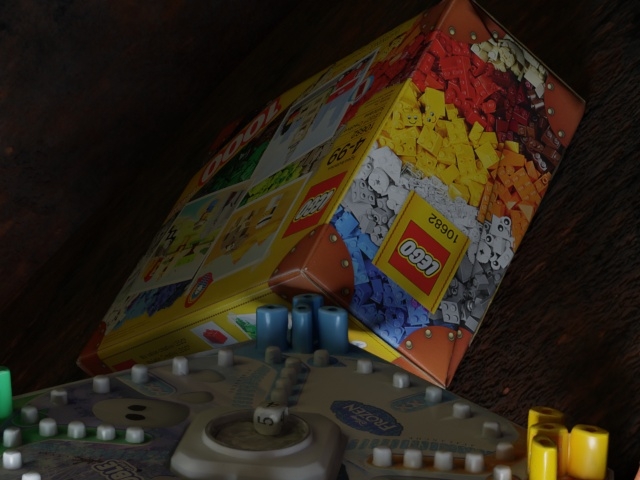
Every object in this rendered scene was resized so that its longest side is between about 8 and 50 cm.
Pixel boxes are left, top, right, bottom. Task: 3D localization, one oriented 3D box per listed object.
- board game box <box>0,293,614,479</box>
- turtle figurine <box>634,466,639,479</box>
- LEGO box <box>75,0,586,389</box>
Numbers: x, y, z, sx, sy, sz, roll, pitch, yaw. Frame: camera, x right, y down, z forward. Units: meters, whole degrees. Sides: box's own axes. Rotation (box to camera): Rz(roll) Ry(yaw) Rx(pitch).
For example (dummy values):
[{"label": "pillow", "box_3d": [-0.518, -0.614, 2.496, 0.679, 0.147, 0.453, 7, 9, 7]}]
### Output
[{"label": "board game box", "box_3d": [-0.047, 0.144, 1.311, 0.390, 0.390, 0.050, 23, 118, 50]}, {"label": "turtle figurine", "box_3d": [0.145, 0.261, 1.158, 0.269, 0.087, 0.217, -48, 18, 9]}, {"label": "LEGO box", "box_3d": [0.000, 0.000, 1.856, 0.500, 0.193, 0.372, -24, 32, 55]}]
